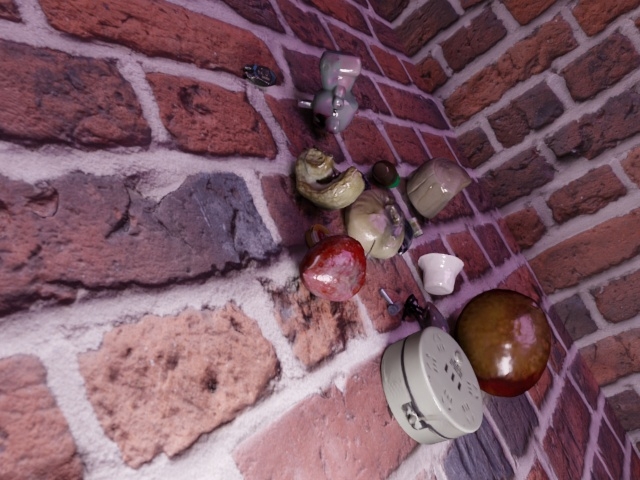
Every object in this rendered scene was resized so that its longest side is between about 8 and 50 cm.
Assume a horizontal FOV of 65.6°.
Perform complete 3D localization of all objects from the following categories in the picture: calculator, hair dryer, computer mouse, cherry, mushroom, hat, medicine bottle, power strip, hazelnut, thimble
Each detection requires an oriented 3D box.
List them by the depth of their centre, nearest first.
[{"bbox_3d":[0.033,0.080,1.431,0.175,0.192,0.249,33,26,32],"label":"cherry"},{"bbox_3d":[0.349,0.454,1.546,0.357,0.161,0.358,34,39,-33],"label":"power strip"},{"bbox_3d":[0.014,-0.188,1.661,0.267,0.164,0.189,33,-6,26],"label":"mushroom"},{"bbox_3d":[0.239,0.204,1.744,0.114,0.037,0.063,54,29,9],"label":"hair dryer"},{"bbox_3d":[-0.221,-0.593,1.801,0.134,0.047,0.079,8,61,-37],"label":"computer mouse"},{"bbox_3d":[0.698,0.396,1.928,0.421,0.352,0.422,-12,90,-87],"label":"hazelnut"},{"bbox_3d":[0.146,-0.225,1.962,0.104,0.066,0.095,10,56,-53],"label":"thimble"},{"bbox_3d":[0.481,0.145,2.016,0.203,0.203,0.126,33,58,-34],"label":"hat"},{"bbox_3d":[0.327,-0.051,2.087,0.177,0.040,0.268,53,27,-11],"label":"calculator"},{"bbox_3d":[0.423,-0.058,2.208,0.047,0.047,0.083,-8,69,-56],"label":"medicine bottle"}]

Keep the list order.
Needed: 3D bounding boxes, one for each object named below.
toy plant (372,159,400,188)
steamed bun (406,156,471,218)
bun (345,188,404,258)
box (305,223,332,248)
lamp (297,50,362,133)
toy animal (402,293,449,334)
[{"bbox_3d":[0.283,-0.294,2.184,0.143,0.105,0.200,50,12,15],"label":"toy plant"},{"bbox_3d":[0.562,-0.283,2.417,0.236,0.247,0.383,48,37,6],"label":"steamed bun"},{"bbox_3d":[0.208,-0.070,1.818,0.272,0.168,0.273,26,50,-35],"label":"bun"},{"bbox_3d":[0.000,0.000,1.588,0.105,0.037,0.106,35,38,-33],"label":"box"},{"bbox_3d":[0.037,-0.577,1.939,0.247,0.301,0.247,4,26,-9],"label":"lamp"},{"bbox_3d":[0.421,0.337,1.818,0.324,0.090,0.195,54,37,12],"label":"toy animal"}]
